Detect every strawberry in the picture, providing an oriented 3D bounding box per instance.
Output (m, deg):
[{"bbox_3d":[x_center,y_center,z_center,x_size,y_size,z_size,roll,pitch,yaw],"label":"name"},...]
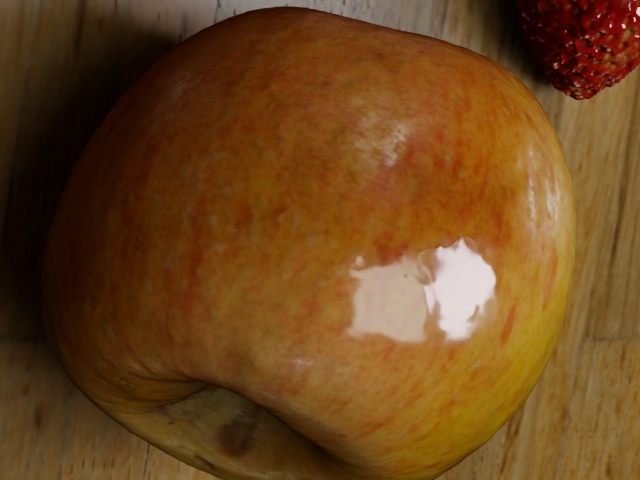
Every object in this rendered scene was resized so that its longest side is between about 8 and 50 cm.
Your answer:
[{"bbox_3d":[0.186,-0.173,1.311,0.131,0.148,0.131,9,61,-16],"label":"strawberry"}]

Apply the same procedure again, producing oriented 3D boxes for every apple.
[{"bbox_3d":[0.000,0.000,1.106,0.299,0.299,0.275,35,66,-38],"label":"apple"}]
